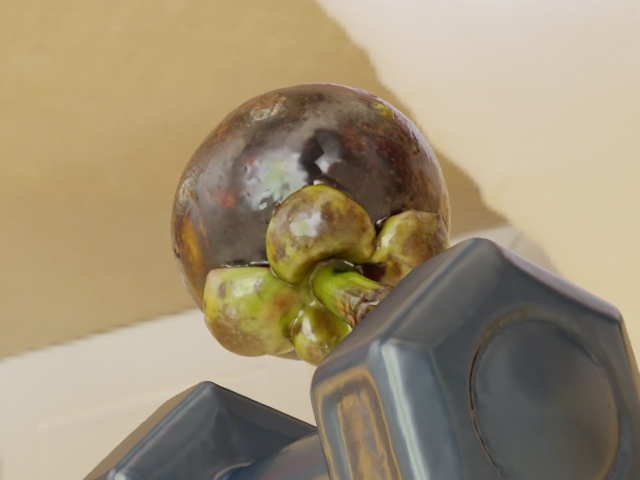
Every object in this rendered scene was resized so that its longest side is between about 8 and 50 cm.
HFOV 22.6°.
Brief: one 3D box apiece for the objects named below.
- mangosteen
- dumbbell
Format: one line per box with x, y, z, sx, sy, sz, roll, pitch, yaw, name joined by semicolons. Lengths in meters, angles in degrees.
0.000;0.000;1.052;0.192;0.217;0.192;-4;112;-11;mangosteen
0.008;0.118;0.759;0.160;0.144;0.325;-44;-171;-37;dumbbell
